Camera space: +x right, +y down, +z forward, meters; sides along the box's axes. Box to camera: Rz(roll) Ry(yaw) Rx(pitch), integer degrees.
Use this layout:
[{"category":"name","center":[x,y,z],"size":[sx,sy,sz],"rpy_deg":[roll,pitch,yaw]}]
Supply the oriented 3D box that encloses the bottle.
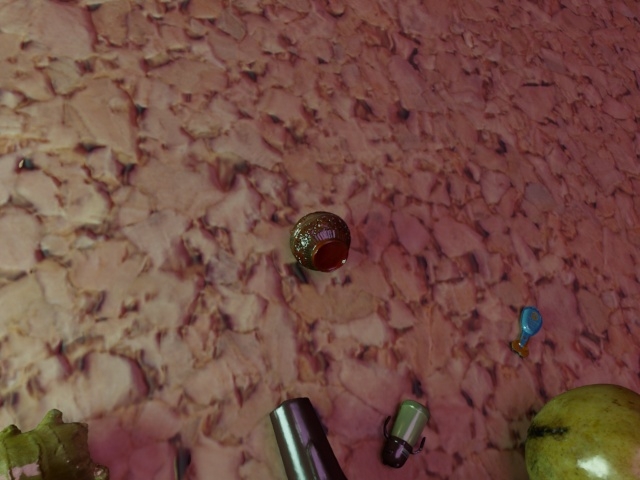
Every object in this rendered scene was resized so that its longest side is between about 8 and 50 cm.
[{"category":"bottle","center":[0.124,0.293,0.825],"size":[0.063,0.047,0.101],"rpy_deg":[16,57,30]}]

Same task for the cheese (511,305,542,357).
[{"category":"cheese","center":[0.383,0.165,1.012],"size":[0.047,0.017,0.111],"rpy_deg":[37,58,0]}]

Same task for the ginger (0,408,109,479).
[{"category":"ginger","center":[-0.336,0.259,0.617],"size":[0.206,0.081,0.115],"rpy_deg":[11,94,-28]}]

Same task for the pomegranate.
[{"category":"pomegranate","center":[0.437,0.348,0.821],"size":[0.261,0.260,0.260],"rpy_deg":[10,63,-19]}]

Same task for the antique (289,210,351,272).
[{"category":"antique","center":[0.000,0.000,0.876],"size":[0.104,0.104,0.104],"rpy_deg":[10,63,-19]}]

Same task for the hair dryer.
[{"category":"hair dryer","center":[0.116,0.341,0.747],"size":[0.341,0.123,0.312],"rpy_deg":[-9,67,-24]}]
